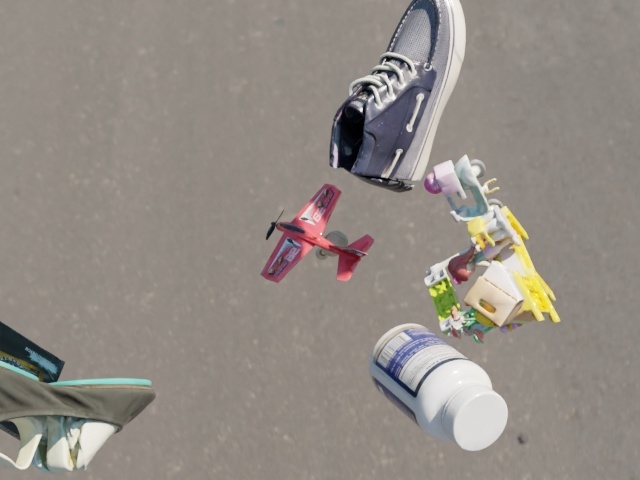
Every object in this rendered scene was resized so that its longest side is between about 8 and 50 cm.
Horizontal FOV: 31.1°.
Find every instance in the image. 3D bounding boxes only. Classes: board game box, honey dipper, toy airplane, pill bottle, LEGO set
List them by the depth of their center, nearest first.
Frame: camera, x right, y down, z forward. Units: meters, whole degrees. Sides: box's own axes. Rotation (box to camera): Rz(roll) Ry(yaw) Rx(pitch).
[{"bbox_3d":[0.134,0.041,1.020,0.107,0.132,0.287,-30,21,16],"label":"LEGO set"},{"bbox_3d":[0.132,0.165,1.276,0.094,0.094,0.169,-30,30,-14],"label":"pill bottle"},{"bbox_3d":[0.000,0.000,1.374,0.151,0.028,0.151,-12,51,15],"label":"toy airplane"},{"bbox_3d":[0.009,0.010,1.474,0.031,0.161,0.030,1,84,-8],"label":"honey dipper"},{"bbox_3d":[-0.446,0.171,1.546,0.026,0.186,0.126,-25,36,44],"label":"board game box"}]

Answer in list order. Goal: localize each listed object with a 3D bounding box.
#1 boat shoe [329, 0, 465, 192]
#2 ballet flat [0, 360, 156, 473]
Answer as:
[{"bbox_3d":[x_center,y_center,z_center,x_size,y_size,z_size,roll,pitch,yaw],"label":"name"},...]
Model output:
[{"bbox_3d":[0.119,-0.245,1.821,0.127,0.340,0.158,19,11,42],"label":"boat shoe"},{"bbox_3d":[-0.260,0.162,1.046,0.095,0.280,0.096,-10,73,33],"label":"ballet flat"}]
